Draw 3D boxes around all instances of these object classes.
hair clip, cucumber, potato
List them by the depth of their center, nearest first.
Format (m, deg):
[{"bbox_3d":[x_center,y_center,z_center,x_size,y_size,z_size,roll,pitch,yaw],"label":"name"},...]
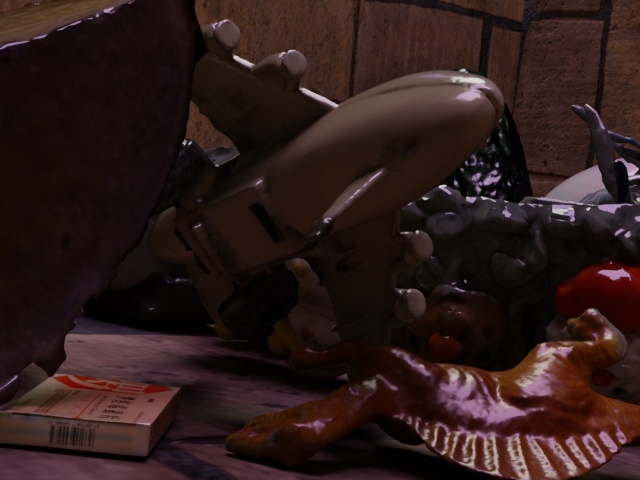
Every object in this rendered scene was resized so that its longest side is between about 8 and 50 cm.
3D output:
[{"bbox_3d":[-0.154,-0.009,0.483,0.243,0.138,0.098,-24,20,-36],"label":"potato"},{"bbox_3d":[0.053,0.034,0.681,0.321,0.138,0.091,7,40,23],"label":"hair clip"},{"bbox_3d":[0.105,-0.011,0.819,0.074,0.241,0.074,-1,-29,-1],"label":"cucumber"}]

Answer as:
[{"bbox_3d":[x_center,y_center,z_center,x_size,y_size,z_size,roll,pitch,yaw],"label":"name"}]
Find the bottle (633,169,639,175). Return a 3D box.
[{"bbox_3d":[0.412,0.027,1.027,0.351,0.172,0.171,5,2,-27],"label":"bottle"}]

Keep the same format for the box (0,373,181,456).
[{"bbox_3d":[-0.091,0.070,0.513,0.058,0.015,0.093,4,3,1],"label":"box"}]

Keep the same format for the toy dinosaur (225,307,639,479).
[{"bbox_3d":[0.083,0.070,0.518,0.212,0.057,0.142,5,13,20],"label":"toy dinosaur"}]

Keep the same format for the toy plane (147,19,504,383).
[{"bbox_3d":[-0.016,-0.022,0.569,0.104,0.242,0.256,-40,13,-26],"label":"toy plane"}]

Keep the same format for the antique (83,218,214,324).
[{"bbox_3d":[-0.158,-0.009,0.983,0.150,0.125,0.284,4,3,-38],"label":"antique"}]

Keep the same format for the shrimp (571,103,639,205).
[{"bbox_3d":[0.193,0.015,0.907,0.166,0.221,0.410,31,-20,-5],"label":"shrimp"}]

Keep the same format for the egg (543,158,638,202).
[{"bbox_3d":[0.321,0.003,1.319,0.217,0.183,0.183,3,2,-6],"label":"egg"}]
